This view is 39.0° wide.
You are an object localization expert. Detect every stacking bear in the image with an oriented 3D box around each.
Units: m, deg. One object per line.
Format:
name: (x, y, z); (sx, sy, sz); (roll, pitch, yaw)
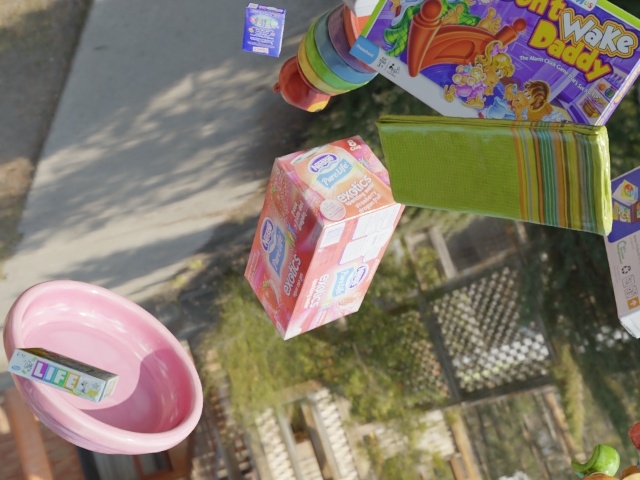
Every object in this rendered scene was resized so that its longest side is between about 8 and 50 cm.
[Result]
stacking bear: (0.026, -0.344, 1.730); (0.175, 0.164, 0.289); (-24, 178, -43)

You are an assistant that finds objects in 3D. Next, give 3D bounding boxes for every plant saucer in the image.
plant saucer: (-0.339, 0.203, 1.386); (0.084, 0.332, 0.332); (-49, 160, 20)

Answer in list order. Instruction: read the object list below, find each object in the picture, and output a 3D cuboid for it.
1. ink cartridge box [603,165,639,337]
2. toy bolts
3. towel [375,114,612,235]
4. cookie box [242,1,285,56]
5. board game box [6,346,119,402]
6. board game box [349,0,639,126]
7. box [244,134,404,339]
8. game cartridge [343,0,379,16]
ink cartridge box: (0.580, -0.036, 1.362); (0.307, 0.072, 0.303); (-28, -148, 29)
toy bolts: (0.659, 0.504, 1.846); (0.218, 0.158, 0.228); (29, 127, -16)
towel: (0.157, -0.065, 0.848); (0.237, 0.102, 0.021); (10, -147, 40)
cookie box: (-0.134, -0.496, 2.125); (0.092, 0.107, 0.040); (11, -147, 1)
board game box: (-0.292, 0.153, 1.041); (0.103, 0.026, 0.154); (21, 172, -5)
board game box: (0.243, -0.264, 1.223); (0.233, 0.347, 0.078); (-59, 162, 18)
box: (0.000, 0.000, 1.395); (0.154, 0.142, 0.300); (-19, 150, -27)
game cartridge: (0.154, -0.495, 1.537); (0.294, 0.196, 0.060); (-27, 151, -8)
